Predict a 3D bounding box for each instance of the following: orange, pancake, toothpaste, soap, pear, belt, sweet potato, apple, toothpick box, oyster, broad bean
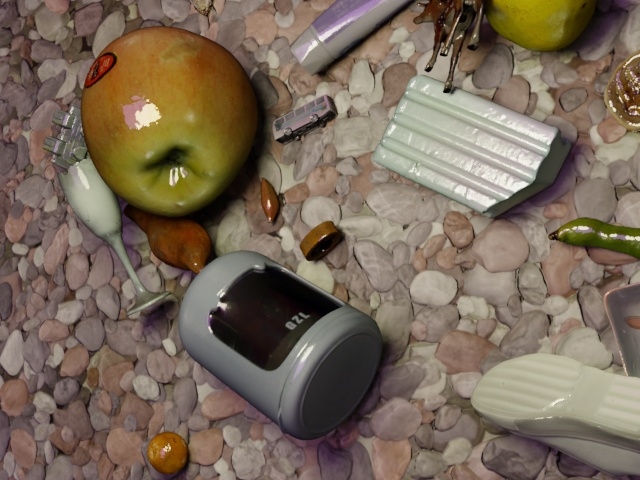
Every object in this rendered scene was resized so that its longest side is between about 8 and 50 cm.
[{"bbox_3d":[-0.291,0.407,1.836,0.083,0.070,0.083,-17,66,43],"label":"orange"},{"bbox_3d":[0.512,-0.237,1.494,0.139,0.022,0.140,-7,77,30],"label":"pancake"},{"bbox_3d":[0.103,-0.448,1.756,0.371,0.080,0.125,-39,63,14],"label":"toothpaste"},{"bbox_3d":[0.248,-0.150,1.596,0.289,0.095,0.173,28,95,32],"label":"soap"},{"bbox_3d":[0.355,-0.401,1.530,0.198,0.198,0.198,-6,78,30],"label":"pear"},{"bbox_3d":[0.000,0.000,1.741,0.083,0.059,0.036,-46,60,29],"label":"belt"},{"bbox_3d":[-0.285,-0.005,1.880,0.112,0.112,0.359,-62,35,7],"label":"sweet potato"},{"bbox_3d":[-0.290,-0.215,1.791,0.338,0.338,0.305,-24,51,26],"label":"apple"},{"bbox_3d":[-0.093,0.169,1.675,0.354,0.263,0.263,30,97,32],"label":"toothpick box"},{"bbox_3d":[-0.246,-0.508,2.008,0.054,0.019,0.083,-20,69,26],"label":"oyster"},{"bbox_3d":[-0.098,-0.079,1.830,0.034,0.034,0.095,-20,72,27],"label":"sweet potato"},{"bbox_3d":[0.475,0.002,1.457,0.256,0.053,0.052,12,125,33],"label":"broad bean"}]

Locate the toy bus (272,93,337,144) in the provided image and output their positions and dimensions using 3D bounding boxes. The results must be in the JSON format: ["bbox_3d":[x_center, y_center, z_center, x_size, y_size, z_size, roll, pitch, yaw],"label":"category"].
[{"bbox_3d":[-0.031,-0.229,1.815,0.130,0.037,0.052,-24,67,25],"label":"toy bus"}]

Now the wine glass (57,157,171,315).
[{"bbox_3d":[-0.468,0.018,1.912,0.264,0.096,0.310,-25,95,34],"label":"wine glass"}]

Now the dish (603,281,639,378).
[{"bbox_3d":[0.536,0.118,1.382,0.212,0.077,0.151,-21,72,26],"label":"dish"}]

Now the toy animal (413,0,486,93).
[{"bbox_3d":[0.223,-0.378,1.579,0.243,0.087,0.260,-37,37,59],"label":"toy animal"}]

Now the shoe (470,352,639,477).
[{"bbox_3d":[0.399,0.273,1.422,0.363,0.160,0.132,2,49,50],"label":"shoe"}]

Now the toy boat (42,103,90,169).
[{"bbox_3d":[-0.456,-0.192,2.033,0.319,0.092,0.141,21,92,31],"label":"toy boat"}]
